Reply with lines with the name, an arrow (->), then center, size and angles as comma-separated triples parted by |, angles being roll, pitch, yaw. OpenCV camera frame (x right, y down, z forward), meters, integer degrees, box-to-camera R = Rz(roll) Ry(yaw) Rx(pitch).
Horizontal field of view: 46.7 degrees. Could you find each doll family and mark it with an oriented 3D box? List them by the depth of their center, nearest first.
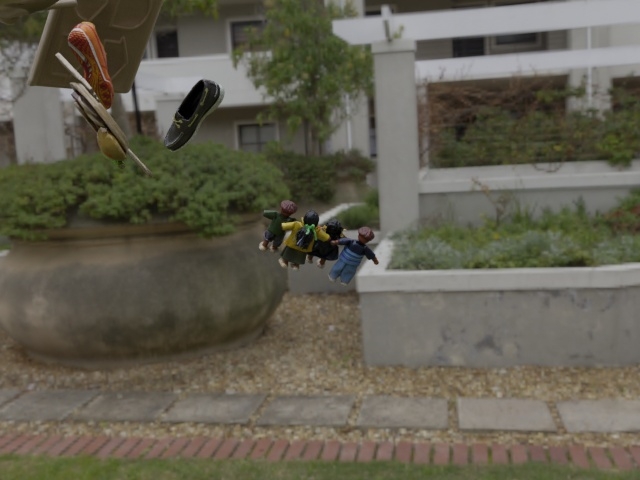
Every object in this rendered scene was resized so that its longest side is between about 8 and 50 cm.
doll family -> 0.000, 0.000, 1.164 | 0.193, 0.111, 0.076 | 16, 31, -22

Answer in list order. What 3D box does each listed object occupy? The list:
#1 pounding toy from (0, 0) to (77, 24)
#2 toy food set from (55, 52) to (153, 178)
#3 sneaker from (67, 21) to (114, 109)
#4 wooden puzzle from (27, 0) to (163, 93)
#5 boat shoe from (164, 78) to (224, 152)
pounding toy -> -0.603, -0.514, 1.458 | 0.183, 0.110, 0.237 | -18, 6, -1
toy food set -> -0.314, -0.164, 1.038 | 0.039, 0.192, 0.132 | -39, 56, -11
sneaker -> -0.427, -0.333, 1.424 | 0.064, 0.175, 0.067 | 6, 39, 12
wooden puzzle -> -0.552, -0.526, 1.826 | 0.081, 0.322, 0.348 | 37, 24, 20
boat shoe -> -0.344, -0.326, 1.926 | 0.069, 0.227, 0.081 | 17, 31, -50
